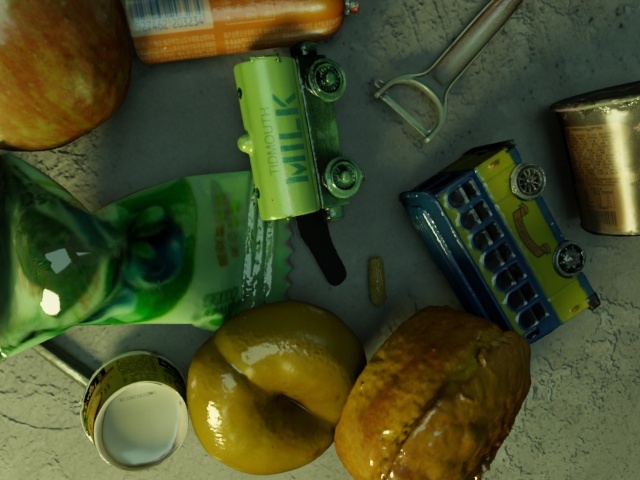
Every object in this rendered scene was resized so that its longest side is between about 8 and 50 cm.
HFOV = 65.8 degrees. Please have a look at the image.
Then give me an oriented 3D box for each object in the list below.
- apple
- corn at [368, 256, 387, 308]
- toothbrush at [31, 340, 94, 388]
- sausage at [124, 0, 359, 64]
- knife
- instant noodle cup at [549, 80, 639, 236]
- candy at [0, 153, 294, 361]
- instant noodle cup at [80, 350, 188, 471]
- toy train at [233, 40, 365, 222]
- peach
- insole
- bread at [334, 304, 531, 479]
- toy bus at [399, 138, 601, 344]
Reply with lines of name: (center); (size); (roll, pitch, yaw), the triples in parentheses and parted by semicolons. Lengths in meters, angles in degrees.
apple: (-0.363, -0.249, 0.575); (0.278, 0.250, 0.308); (-14, 70, 10)
corn: (0.090, 0.067, 0.776); (0.028, 0.027, 0.083); (-2, 95, 12)
toothbrush: (-0.393, 0.157, 0.705); (0.297, 0.030, 0.030); (42, 112, -12)
sausage: (-0.097, -0.309, 0.681); (0.313, 0.093, 0.092); (-11, 97, -8)
knife: (0.205, -0.288, 0.752); (0.123, 0.053, 0.278); (42, 87, -6)
instant noodle cup: (0.473, -0.127, 0.739); (0.218, 0.217, 0.207); (-16, 104, -8)
candy: (-0.216, 0.025, 0.658); (0.399, 0.172, 0.262); (0, 102, -24)
instant noodle cup: (-0.245, 0.236, 0.673); (0.152, 0.122, 0.151); (0, 89, -27)
toy train: (-0.038, -0.143, 0.684); (0.158, 0.105, 0.252); (-13, 100, -24)
peach: (-0.058, 0.195, 0.670); (0.251, 0.153, 0.250); (-16, 121, -28)
insole: (0.000, 0.000, 0.761); (0.053, 0.002, 0.152); (-32, 102, -24)
bread: (0.154, 0.239, 0.670); (0.312, 0.172, 0.311); (-28, 134, -34)
toy bus: (0.267, 0.011, 0.745); (0.175, 0.138, 0.287); (-33, 99, -6)
